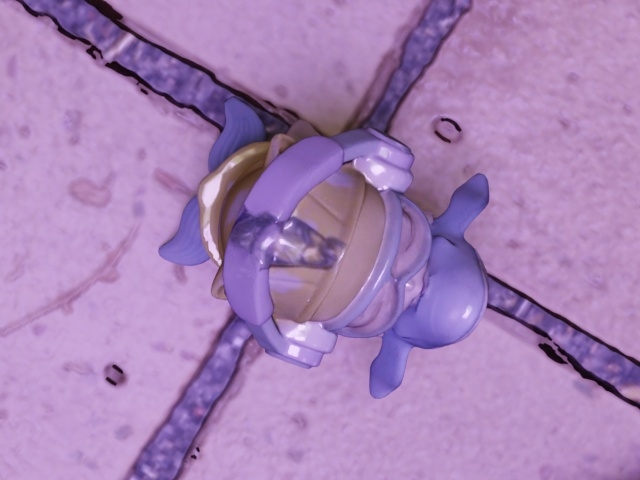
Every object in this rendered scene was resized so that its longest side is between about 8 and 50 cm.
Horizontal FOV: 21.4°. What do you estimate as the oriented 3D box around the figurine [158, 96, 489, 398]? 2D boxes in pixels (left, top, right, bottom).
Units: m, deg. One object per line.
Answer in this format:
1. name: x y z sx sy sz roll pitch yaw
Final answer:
1. figurine: 0.000 0.000 0.846 0.208 0.184 0.128 24 91 36
